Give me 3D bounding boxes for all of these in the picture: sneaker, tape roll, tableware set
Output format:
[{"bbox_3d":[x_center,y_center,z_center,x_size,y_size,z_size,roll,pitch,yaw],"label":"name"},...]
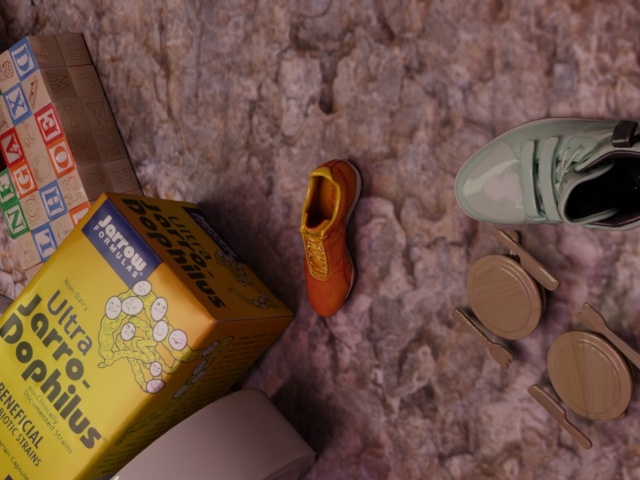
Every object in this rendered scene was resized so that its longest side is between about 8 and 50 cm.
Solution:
[{"bbox_3d":[0.197,-0.053,0.836,0.256,0.151,0.094,-9,99,40],"label":"sneaker"},{"bbox_3d":[0.000,0.000,1.054,0.064,0.067,0.175,13,112,32],"label":"sneaker"},{"bbox_3d":[-0.141,0.292,1.106,0.100,0.286,0.286,47,125,18],"label":"tape roll"},{"bbox_3d":[0.218,0.084,0.932,0.194,0.039,0.128,46,137,25],"label":"tableware set"}]

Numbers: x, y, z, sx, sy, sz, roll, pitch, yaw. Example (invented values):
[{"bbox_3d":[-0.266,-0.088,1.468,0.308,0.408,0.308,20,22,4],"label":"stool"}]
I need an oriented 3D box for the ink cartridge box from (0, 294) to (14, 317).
[{"bbox_3d":[-0.491,0.128,1.473,0.207,0.046,0.097,20,113,31],"label":"ink cartridge box"}]

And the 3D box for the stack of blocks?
[{"bbox_3d":[-0.333,-0.091,1.266,0.171,0.087,0.297,-21,90,39],"label":"stack of blocks"}]

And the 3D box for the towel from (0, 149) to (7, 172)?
[{"bbox_3d":[-0.494,-0.155,1.270,0.031,0.275,0.199,-36,78,10],"label":"towel"}]

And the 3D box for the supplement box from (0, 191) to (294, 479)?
[{"bbox_3d":[-0.239,0.143,1.123,0.194,0.195,0.356,46,105,17],"label":"supplement box"}]
